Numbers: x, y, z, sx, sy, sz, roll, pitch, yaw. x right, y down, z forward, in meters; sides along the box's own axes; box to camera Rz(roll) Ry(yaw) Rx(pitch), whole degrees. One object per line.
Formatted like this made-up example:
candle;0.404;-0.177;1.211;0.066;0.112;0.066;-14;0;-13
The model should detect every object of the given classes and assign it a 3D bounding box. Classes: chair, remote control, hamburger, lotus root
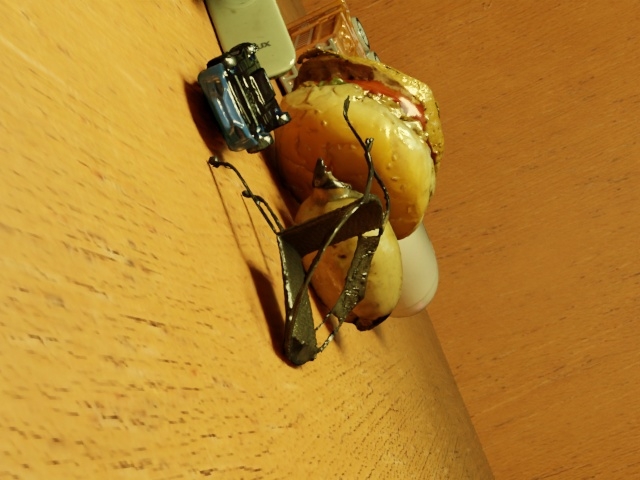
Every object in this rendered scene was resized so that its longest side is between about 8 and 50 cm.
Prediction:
chair;0.000;0.000;1.043;0.174;0.149;0.213;50;22;-71
remote control;-0.114;-0.336;1.446;0.038;0.090;0.309;79;-8;-68
hamburger;0.044;-0.120;1.410;0.163;0.244;0.244;-63;143;-29
lotus root;0.031;0.002;1.325;0.118;0.125;0.220;-36;110;-56

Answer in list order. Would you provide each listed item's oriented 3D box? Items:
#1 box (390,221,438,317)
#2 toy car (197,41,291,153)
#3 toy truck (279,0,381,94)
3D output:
box;0.072;-0.050;1.702;0.349;0.141;0.288;56;12;-59
toy car;-0.087;-0.145;1.145;0.216;0.063;0.103;-65;132;-73
toy truck;0.051;-0.209;1.966;0.387;0.173;0.207;61;15;-22
